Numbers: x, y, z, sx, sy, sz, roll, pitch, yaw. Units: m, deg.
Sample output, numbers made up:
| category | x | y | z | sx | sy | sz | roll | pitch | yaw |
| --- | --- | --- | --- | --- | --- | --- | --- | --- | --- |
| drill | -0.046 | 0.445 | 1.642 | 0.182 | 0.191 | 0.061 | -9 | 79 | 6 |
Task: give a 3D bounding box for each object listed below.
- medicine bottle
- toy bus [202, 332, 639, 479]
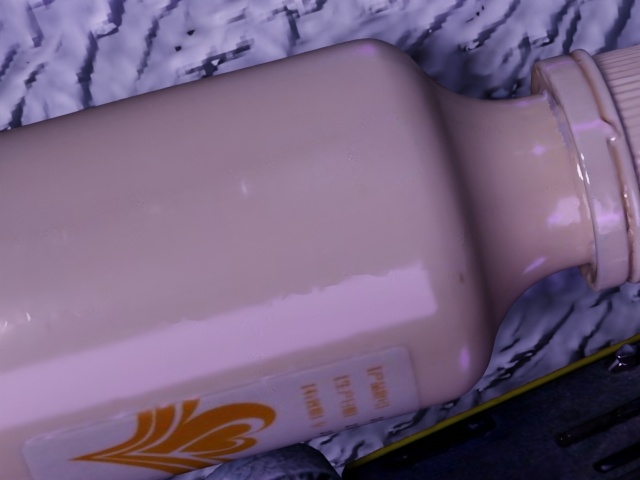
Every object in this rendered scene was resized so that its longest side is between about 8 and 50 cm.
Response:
| category | x | y | z | sx | sy | sz | roll | pitch | yaw |
| --- | --- | --- | --- | --- | --- | --- | --- | --- | --- |
| medicine bottle | 0.000 | 0.000 | 0.588 | 0.252 | 0.114 | 0.114 | -15 | 134 | -1 |
| toy bus | 0.105 | 0.119 | 0.649 | 0.331 | 0.145 | 0.151 | -21 | 133 | -21 |
